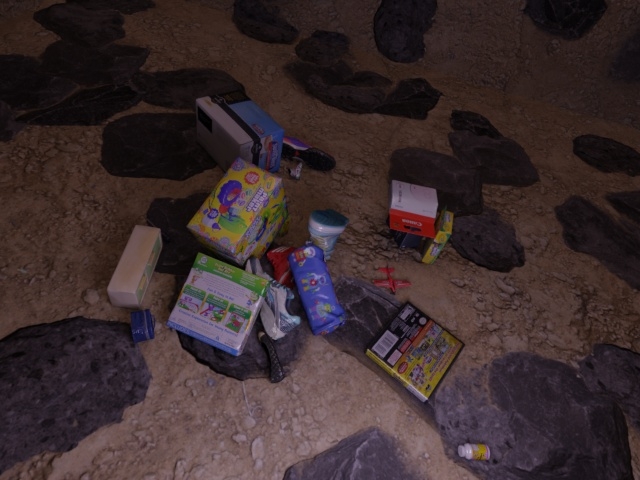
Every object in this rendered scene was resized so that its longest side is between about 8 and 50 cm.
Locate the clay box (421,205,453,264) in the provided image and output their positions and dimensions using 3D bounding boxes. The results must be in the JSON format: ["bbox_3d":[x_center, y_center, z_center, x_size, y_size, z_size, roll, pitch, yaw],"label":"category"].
[{"bbox_3d":[0.470,-0.021,1.648,0.053,0.222,0.127,19,49,3],"label":"clay box"}]

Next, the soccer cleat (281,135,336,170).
[{"bbox_3d":[-0.073,-0.419,1.938,0.318,0.108,0.116,17,44,4],"label":"soccer cleat"}]

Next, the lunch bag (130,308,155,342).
[{"bbox_3d":[-0.539,0.256,1.265,0.065,0.067,0.098,-8,51,-21],"label":"lunch bag"}]

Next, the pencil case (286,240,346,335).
[{"bbox_3d":[-0.011,0.159,1.386,0.133,0.119,0.306,-19,75,-2],"label":"pencil case"}]

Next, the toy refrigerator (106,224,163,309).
[{"bbox_3d":[-0.602,0.084,1.374,0.094,0.102,0.269,9,48,-6],"label":"toy refrigerator"}]

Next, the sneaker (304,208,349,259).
[{"bbox_3d":[0.000,0.000,1.499,0.127,0.208,0.319,32,14,12],"label":"sneaker"}]

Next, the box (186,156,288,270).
[{"bbox_3d":[-0.262,-0.070,1.414,0.177,0.279,0.290,28,71,10],"label":"box"}]

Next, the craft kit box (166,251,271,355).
[{"bbox_3d":[-0.315,0.194,1.292,0.250,0.061,0.246,21,84,9],"label":"craft kit box"}]

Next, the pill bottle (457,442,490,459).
[{"bbox_3d":[0.448,0.618,1.214,0.083,0.043,0.043,6,49,-8],"label":"pill bottle"}]

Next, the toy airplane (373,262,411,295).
[{"bbox_3d":[0.265,0.147,1.583,0.151,0.028,0.151,8,48,-9],"label":"toy airplane"}]

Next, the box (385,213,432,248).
[{"bbox_3d":[0.361,-0.078,1.714,0.093,0.156,0.158,-5,52,-19],"label":"box"}]

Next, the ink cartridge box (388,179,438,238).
[{"bbox_3d":[0.363,-0.128,1.617,0.189,0.066,0.232,12,44,-6],"label":"ink cartridge box"}]

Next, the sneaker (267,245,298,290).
[{"bbox_3d":[-0.149,0.112,1.497,0.128,0.087,0.221,11,50,25],"label":"sneaker"}]

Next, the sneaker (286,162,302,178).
[{"bbox_3d":[-0.121,-0.325,1.885,0.069,0.038,0.098,12,48,-5],"label":"sneaker"}]

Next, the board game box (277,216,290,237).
[{"bbox_3d":[-0.201,-0.102,1.638,0.181,0.092,0.043,39,51,19],"label":"board game box"}]

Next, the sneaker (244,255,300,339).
[{"bbox_3d":[-0.152,0.173,1.361,0.122,0.110,0.283,-26,78,5],"label":"sneaker"}]

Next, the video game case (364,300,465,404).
[{"bbox_3d":[0.323,0.367,1.406,0.248,0.035,0.275,37,51,18],"label":"video game case"}]

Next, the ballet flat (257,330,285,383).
[{"bbox_3d":[-0.160,0.356,1.280,0.049,0.057,0.173,-18,56,-20],"label":"ballet flat"}]

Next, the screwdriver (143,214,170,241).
[{"bbox_3d":[-0.614,-0.045,1.540,0.170,0.024,0.025,33,79,23],"label":"screwdriver"}]

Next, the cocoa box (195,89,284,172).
[{"bbox_3d":[-0.355,-0.456,1.810,0.228,0.231,0.347,-28,61,-32],"label":"cocoa box"}]
